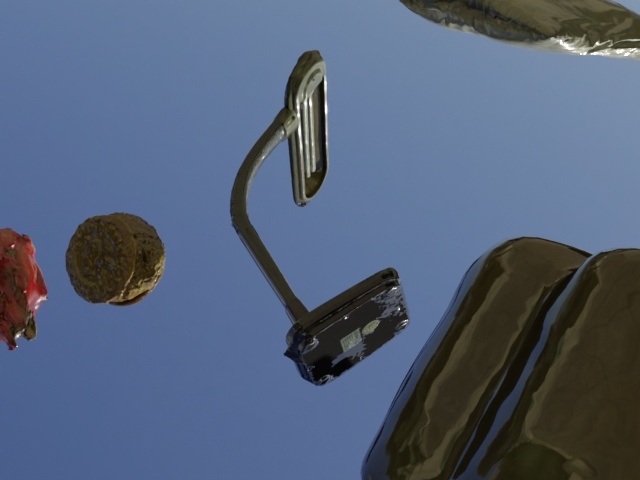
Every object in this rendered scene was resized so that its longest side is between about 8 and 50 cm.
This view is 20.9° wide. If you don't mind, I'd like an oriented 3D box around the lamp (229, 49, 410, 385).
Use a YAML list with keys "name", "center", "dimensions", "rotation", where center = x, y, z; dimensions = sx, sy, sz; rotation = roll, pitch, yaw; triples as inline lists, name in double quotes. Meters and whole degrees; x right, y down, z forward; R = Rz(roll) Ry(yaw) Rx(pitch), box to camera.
- name: "lamp"
  center: [-0.007, 0.000, 1.574]
  dimensions: [0.125, 0.203, 0.283]
  rotation: [-19, -119, 1]

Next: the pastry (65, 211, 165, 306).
- name: "pastry"
  center: [-0.213, 0.020, 1.807]
  dimensions: [0.109, 0.097, 0.057]
  rotation: [-3, 171, 34]

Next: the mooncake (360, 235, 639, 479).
- name: "mooncake"
  center: [0.222, 0.133, 0.977]
  dimensions: [0.378, 0.200, 0.378]
  rotation: [26, 176, 2]

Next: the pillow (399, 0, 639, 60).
- name: "pillow"
  center: [0.186, -0.180, 1.400]
  dimensions: [0.148, 0.050, 0.230]
  rotation: [33, -156, 34]

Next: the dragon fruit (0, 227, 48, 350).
- name: "dragon fruit"
  center: [-0.357, 0.074, 1.986]
  dimensions: [0.111, 0.153, 0.153]
  rotation: [39, -156, 18]
